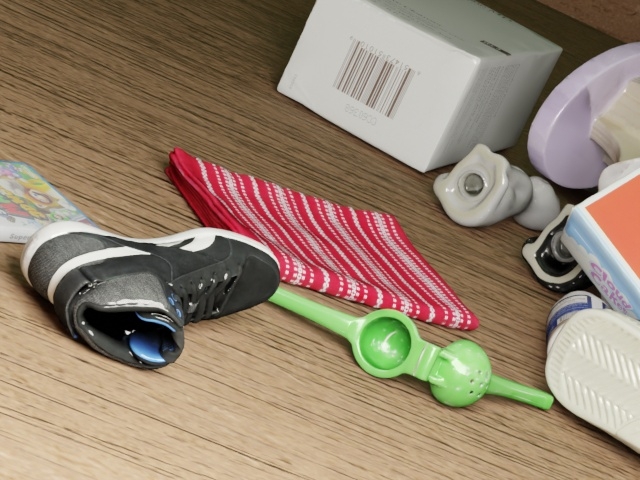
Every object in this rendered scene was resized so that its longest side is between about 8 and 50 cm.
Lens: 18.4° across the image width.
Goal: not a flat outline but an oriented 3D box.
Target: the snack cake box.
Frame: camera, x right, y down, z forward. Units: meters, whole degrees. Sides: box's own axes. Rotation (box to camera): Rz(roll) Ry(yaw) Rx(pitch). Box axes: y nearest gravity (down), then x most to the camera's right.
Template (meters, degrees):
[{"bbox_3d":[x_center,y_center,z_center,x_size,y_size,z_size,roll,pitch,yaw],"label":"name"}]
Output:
[{"bbox_3d":[0.367,0.049,1.871,0.264,0.152,0.089,55,-14,16],"label":"snack cake box"}]

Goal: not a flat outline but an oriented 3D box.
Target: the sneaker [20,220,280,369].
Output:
[{"bbox_3d":[-0.106,0.051,1.458,0.217,0.079,0.121,4,31,-35],"label":"sneaker"}]

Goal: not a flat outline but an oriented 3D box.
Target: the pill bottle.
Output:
[{"bbox_3d":[0.247,0.089,1.877,0.067,0.067,0.120,27,17,-2],"label":"pill bottle"}]

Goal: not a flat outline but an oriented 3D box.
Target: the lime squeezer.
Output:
[{"bbox_3d":[0.076,0.086,1.648,0.310,0.059,0.110,22,18,-16],"label":"lime squeezer"}]

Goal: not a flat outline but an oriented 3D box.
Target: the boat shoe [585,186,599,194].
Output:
[{"bbox_3d":[0.516,-0.096,2.419,0.500,0.156,0.187,16,-8,39],"label":"boat shoe"}]

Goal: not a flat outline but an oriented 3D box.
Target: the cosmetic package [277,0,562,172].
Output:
[{"bbox_3d":[0.130,-0.210,2.416,0.217,0.156,0.385,30,18,13],"label":"cosmetic package"}]

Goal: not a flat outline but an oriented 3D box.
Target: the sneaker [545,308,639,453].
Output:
[{"bbox_3d":[0.355,0.176,1.691,0.148,0.131,0.350,14,24,-49],"label":"sneaker"}]

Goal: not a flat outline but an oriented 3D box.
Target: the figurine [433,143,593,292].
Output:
[{"bbox_3d":[0.255,-0.015,2.187,0.215,0.092,0.209,37,11,30],"label":"figurine"}]

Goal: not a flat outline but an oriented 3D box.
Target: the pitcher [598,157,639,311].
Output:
[{"bbox_3d":[0.348,0.044,2.025,0.178,0.125,0.207,60,19,-54],"label":"pitcher"}]

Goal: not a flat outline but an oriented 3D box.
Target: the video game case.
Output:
[{"bbox_3d":[-0.261,-0.033,1.553,0.119,0.015,0.166,40,21,33],"label":"video game case"}]

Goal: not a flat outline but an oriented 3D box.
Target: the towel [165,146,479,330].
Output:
[{"bbox_3d":[0.000,0.000,1.827,0.275,0.031,0.199,17,21,-32],"label":"towel"}]

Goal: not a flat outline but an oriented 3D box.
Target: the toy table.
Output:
[{"bbox_3d":[0.383,-0.116,2.254,0.274,0.252,0.161,-26,46,-33],"label":"toy table"}]
